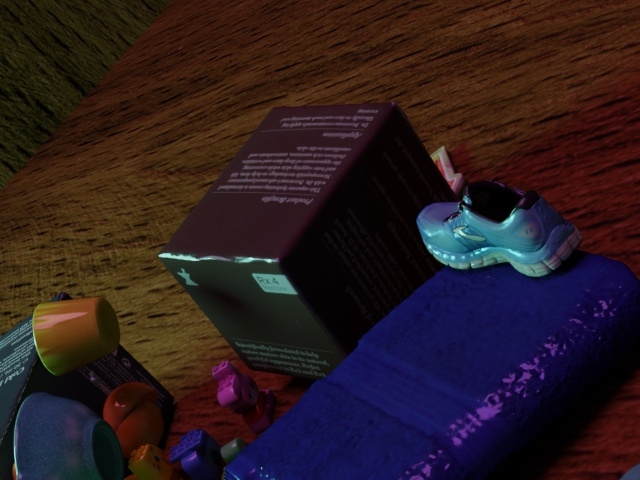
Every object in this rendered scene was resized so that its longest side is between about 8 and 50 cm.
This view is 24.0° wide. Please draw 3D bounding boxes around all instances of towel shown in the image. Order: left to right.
[{"bbox_3d":[0.092,0.124,1.128,0.308,0.076,0.227,-42,25,-14],"label":"towel"}]

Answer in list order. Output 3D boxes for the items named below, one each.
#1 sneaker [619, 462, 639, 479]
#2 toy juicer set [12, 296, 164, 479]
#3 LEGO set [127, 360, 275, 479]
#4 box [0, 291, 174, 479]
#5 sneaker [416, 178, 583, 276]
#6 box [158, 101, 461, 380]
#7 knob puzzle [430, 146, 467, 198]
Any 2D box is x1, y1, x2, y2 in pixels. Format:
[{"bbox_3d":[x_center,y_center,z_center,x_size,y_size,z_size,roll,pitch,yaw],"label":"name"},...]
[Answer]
[{"bbox_3d":[0.145,0.211,0.752,0.131,0.148,0.350,-30,23,33],"label":"sneaker"},{"bbox_3d":[-0.209,0.222,1.324,0.089,0.209,0.329,-15,39,14],"label":"toy juicer set"},{"bbox_3d":[-0.113,0.196,1.348,0.087,0.093,0.227,-34,22,21],"label":"LEGO set"},{"bbox_3d":[-0.349,0.274,1.512,0.343,0.179,0.312,-35,20,22],"label":"box"},{"bbox_3d":[0.129,-0.021,1.160,0.063,0.073,0.162,-47,26,-24],"label":"sneaker"},{"bbox_3d":[0.000,0.000,1.385,0.168,0.167,0.203,4,49,46],"label":"box"},{"bbox_3d":[0.065,-0.013,1.534,0.213,0.030,0.213,-36,21,16],"label":"knob puzzle"}]
